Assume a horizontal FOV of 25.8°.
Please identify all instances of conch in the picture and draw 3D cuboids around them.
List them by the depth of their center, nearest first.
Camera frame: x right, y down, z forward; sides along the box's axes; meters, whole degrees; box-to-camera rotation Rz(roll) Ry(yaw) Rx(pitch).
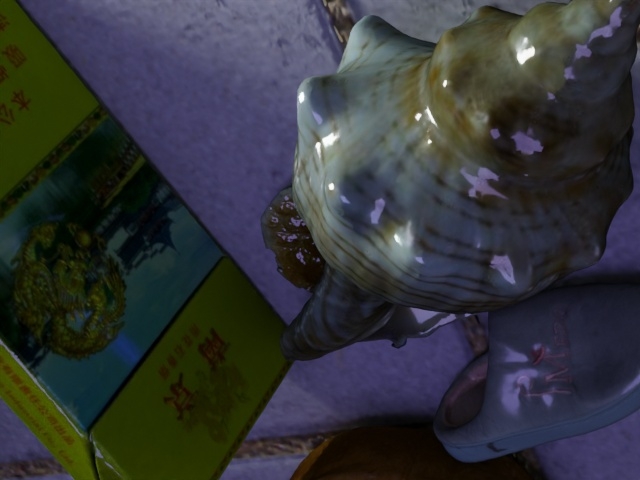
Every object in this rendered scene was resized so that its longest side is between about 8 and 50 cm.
[{"bbox_3d":[0.068,-0.035,0.751,0.203,0.170,0.386,4,168,-18],"label":"conch"}]

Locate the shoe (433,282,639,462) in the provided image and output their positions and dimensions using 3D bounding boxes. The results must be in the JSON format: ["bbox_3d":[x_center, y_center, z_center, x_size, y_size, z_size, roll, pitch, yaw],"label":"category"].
[{"bbox_3d":[0.128,0.073,0.840,0.078,0.079,0.195,35,136,-20],"label":"shoe"}]

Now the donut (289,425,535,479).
[{"bbox_3d":[0.063,0.230,0.959,0.226,0.114,0.227,12,127,16],"label":"donut"}]

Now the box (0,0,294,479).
[{"bbox_3d":[-0.160,0.007,0.856,0.047,0.187,0.335,-26,110,38],"label":"box"}]

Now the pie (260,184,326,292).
[{"bbox_3d":[0.000,0.000,0.887,0.084,0.020,0.084,12,127,16],"label":"pie"}]
